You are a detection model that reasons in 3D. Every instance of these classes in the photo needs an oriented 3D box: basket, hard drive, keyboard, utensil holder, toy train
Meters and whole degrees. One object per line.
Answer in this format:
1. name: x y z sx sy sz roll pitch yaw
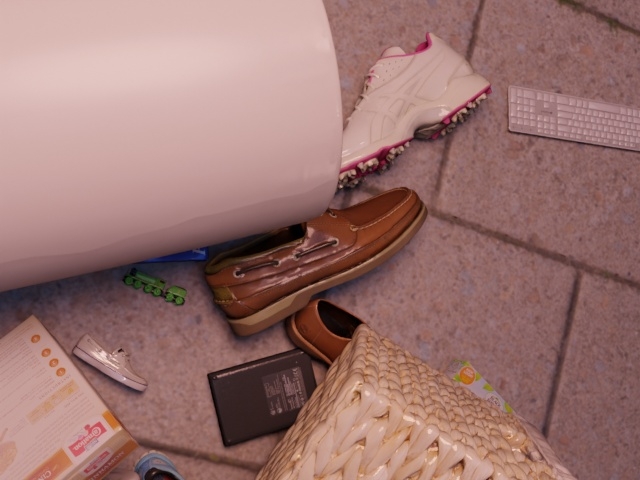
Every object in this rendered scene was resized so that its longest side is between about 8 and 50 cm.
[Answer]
1. basket: 0.067 0.299 0.773 0.266 0.328 0.331 35 95 2
2. hard drive: -0.071 0.200 0.948 0.135 0.022 0.094 -13 90 -19
3. keyboard: 0.402 -0.187 1.137 0.255 0.014 0.072 5 84 -18
4. utensil holder: -0.211 -0.133 0.727 0.385 0.327 0.328 -13 90 -18
5. toy train: -0.206 0.057 0.917 0.083 0.017 0.024 24 69 -15

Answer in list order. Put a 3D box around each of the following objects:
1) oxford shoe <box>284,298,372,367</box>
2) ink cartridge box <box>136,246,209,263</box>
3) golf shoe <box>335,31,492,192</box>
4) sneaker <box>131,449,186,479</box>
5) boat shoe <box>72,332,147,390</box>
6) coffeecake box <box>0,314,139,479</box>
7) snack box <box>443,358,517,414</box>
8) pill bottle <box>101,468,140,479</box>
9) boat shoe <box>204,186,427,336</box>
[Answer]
1. oxford shoe: 0.057 0.147 0.958 0.212 0.076 0.076 34 48 -16
2. ink cartridge box: -0.194 -0.076 0.915 0.097 0.046 0.207 -2 87 -17
3. golf shoe: 0.086 -0.175 0.992 0.306 0.115 0.140 -32 86 -24
4. sneaker: -0.165 0.327 0.881 0.063 0.073 0.162 -45 100 -16
5. boat shoe: -0.249 0.146 0.889 0.100 0.035 0.035 33 79 -6
6. coffeecake box: -0.313 0.197 0.796 0.142 0.068 0.185 -39 62 -17
7. snack box: 0.208 0.247 1.002 0.141 0.037 0.100 46 73 -11
8. pill bottle: -0.254 0.362 0.832 0.107 0.108 0.180 -4 87 -18
9. boat shoe: 0.000 0.000 0.932 0.307 0.110 0.104 -32 108 -18
